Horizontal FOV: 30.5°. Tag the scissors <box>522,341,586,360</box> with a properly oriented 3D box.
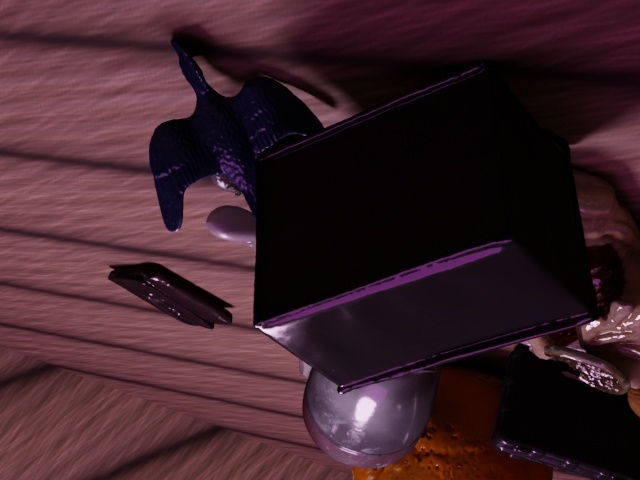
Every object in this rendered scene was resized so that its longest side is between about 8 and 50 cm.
[{"bbox_3d":[0.456,0.185,2.032,0.242,0.030,0.118,2,155,44],"label":"scissors"}]

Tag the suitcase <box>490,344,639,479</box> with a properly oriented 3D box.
[{"bbox_3d":[0.464,0.324,2.135,0.285,0.206,0.066,19,152,-3],"label":"suitcase"}]

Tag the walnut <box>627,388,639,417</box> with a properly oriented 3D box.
[{"bbox_3d":[0.599,0.279,2.070,0.124,0.105,0.105,17,163,35],"label":"walnut"}]

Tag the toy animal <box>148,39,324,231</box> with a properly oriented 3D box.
[{"bbox_3d":[-0.125,-0.127,1.494,0.255,0.239,0.176,59,-178,11],"label":"toy animal"}]

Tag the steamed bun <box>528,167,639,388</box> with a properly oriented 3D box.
[{"bbox_3d":[0.390,0.081,1.598,0.247,0.189,0.428,-2,152,7],"label":"steamed bun"}]

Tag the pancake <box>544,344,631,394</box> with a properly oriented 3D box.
[{"bbox_3d":[0.371,0.177,1.623,0.129,0.022,0.116,31,167,-13],"label":"pancake"}]

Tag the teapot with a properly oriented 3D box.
[{"bbox_3d":[0.071,0.208,2.084,0.315,0.233,0.312,33,142,14],"label":"teapot"}]

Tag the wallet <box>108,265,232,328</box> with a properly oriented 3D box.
[{"bbox_3d":[-0.315,0.118,2.455,0.182,0.049,0.229,-1,152,47],"label":"wallet"}]

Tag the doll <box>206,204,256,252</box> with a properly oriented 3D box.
[{"bbox_3d":[-0.011,-0.017,1.709,0.311,0.159,0.242,17,-175,-45],"label":"doll"}]

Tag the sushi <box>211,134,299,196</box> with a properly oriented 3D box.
[{"bbox_3d":[-0.084,-0.110,1.634,0.150,0.078,0.090,2,149,37],"label":"sushi"}]

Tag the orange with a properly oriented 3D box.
[{"bbox_3d":[0.249,0.452,2.325,0.326,0.424,0.424,22,161,-41],"label":"orange"}]

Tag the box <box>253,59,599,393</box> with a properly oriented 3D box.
[{"bbox_3d":[0.111,-0.005,1.365,0.345,0.251,0.204,-21,140,26],"label":"box"}]
